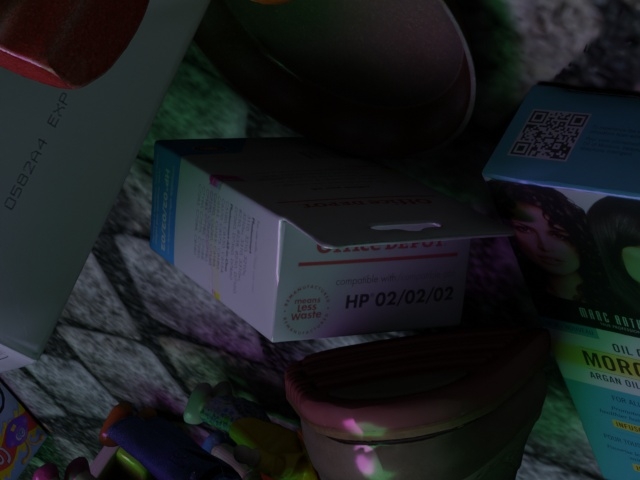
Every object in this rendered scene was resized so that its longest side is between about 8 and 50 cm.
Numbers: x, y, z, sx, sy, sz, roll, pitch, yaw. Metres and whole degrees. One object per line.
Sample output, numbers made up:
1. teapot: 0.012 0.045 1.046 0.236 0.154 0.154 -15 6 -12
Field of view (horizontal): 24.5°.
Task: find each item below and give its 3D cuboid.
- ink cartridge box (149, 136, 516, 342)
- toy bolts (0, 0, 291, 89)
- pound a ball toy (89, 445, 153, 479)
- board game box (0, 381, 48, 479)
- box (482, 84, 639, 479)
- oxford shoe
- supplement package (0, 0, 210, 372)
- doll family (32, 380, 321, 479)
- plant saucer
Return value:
1. ink cartridge box: 0.000 0.000 0.707 0.181 0.104 0.062 31 120 56
2. toy bolts: -0.106 -0.146 0.543 0.158 0.229 0.218 9 148 37
3. pound a ball toy: -0.119 0.282 1.257 0.208 0.136 0.319 32 160 3
4. board game box: -0.406 0.142 1.363 0.142 0.144 0.275 7 143 38
5. box: 0.165 0.036 0.713 0.100 0.060 0.244 10 144 35
6. oxford shoe: 0.059 0.112 0.730 0.123 0.130 0.348 -7 174 8
7. supplement package: -0.207 -0.062 0.720 0.198 0.199 0.262 28 163 -16
8. doll family: -0.063 0.165 1.027 0.163 0.263 0.118 30 110 34
9. plant saucer: 0.002 -0.106 0.692 0.168 0.029 0.168 24 149 15
